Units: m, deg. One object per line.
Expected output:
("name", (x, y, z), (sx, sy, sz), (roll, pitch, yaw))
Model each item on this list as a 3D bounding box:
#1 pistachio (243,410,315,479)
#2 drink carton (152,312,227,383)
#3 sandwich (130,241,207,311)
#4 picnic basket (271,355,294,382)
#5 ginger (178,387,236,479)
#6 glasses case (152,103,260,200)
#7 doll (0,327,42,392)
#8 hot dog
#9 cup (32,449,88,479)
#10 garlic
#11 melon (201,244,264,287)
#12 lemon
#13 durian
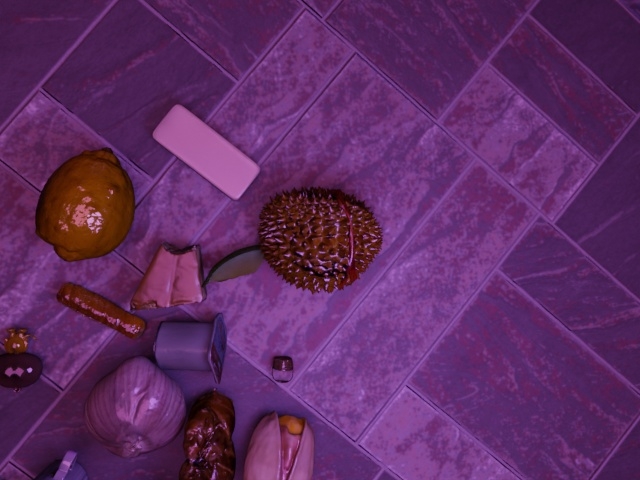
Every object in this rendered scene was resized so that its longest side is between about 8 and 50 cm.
("pistachio", (-0.126, 0.697, 1.782), (0.230, 0.230, 0.308), (15, 80, -7))
("drink carton", (-0.396, 0.327, 1.772), (0.190, 0.185, 0.191), (-2, 51, 6))
("sandwich", (-0.480, 0.105, 1.768), (0.228, 0.155, 0.198), (-8, 90, -6))
("picnic basket", (-0.123, 0.421, 1.857), (0.072, 0.072, 0.083), (4, 91, -7))
("ginger", (-0.338, 0.650, 1.732), (0.153, 0.274, 0.357), (1, 91, -2))
("glasses case", (-0.358, -0.275, 1.814), (0.336, 0.076, 0.144), (39, 87, -6))
("doll", (-0.920, 0.367, 1.753), (0.145, 0.096, 0.188), (24, 78, -12))
("hot dog", (-0.685, 0.221, 1.788), (0.289, 0.068, 0.083), (28, 81, -5))
("cup", (-0.778, 0.748, 1.715), (0.221, 0.202, 0.167), (-37, 95, -5))
("garlic", (-0.550, 0.505, 1.694), (0.318, 0.317, 0.259), (-7, 47, -7))
("melon", (-0.270, 0.084, 1.790), (0.053, 0.262, 0.114), (34, 130, 30))
("lemon", (-0.683, -0.099, 1.690), (0.285, 0.285, 0.316), (46, 59, -5))
("durian", (0.000, -0.005, 1.753), (0.385, 0.347, 0.347), (-2, 91, 20))
